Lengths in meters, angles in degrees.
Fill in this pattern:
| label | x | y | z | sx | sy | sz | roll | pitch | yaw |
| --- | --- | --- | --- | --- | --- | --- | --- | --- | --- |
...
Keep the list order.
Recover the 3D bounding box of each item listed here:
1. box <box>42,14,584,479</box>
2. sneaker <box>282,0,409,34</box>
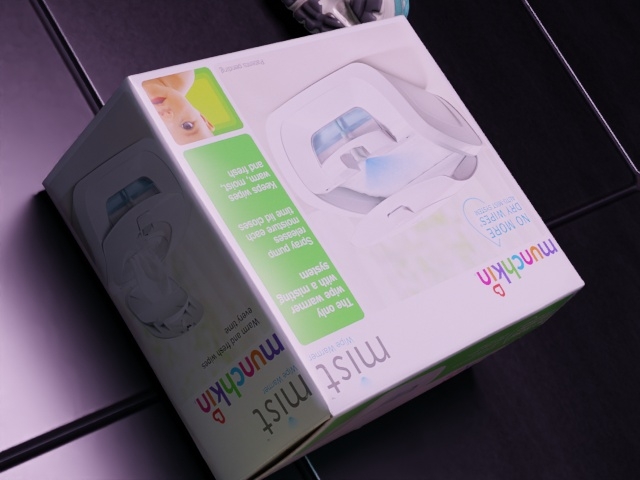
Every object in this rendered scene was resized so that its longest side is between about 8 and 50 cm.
| label | x | y | z | sx | sy | sz | roll | pitch | yaw |
| --- | --- | --- | --- | --- | --- | --- | --- | --- | --- |
| box | 0.000 | 0.000 | 0.897 | 0.262 | 0.127 | 0.231 | -20 | 73 | -45 |
| sneaker | -0.024 | -0.267 | 1.100 | 0.275 | 0.107 | 0.110 | 60 | 25 | 5 |
